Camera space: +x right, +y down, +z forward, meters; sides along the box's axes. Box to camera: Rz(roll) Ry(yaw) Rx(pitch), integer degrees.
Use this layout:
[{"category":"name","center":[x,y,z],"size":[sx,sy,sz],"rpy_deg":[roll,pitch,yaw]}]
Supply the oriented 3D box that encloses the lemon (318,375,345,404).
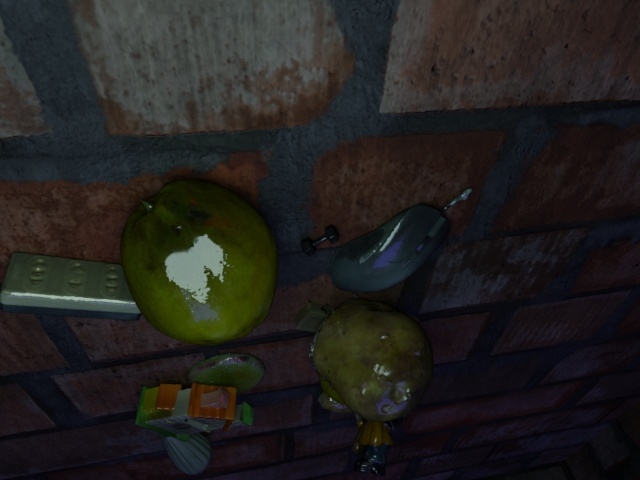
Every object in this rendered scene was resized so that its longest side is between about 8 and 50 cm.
[{"category":"lemon","center":[0.087,0.368,1.342],"size":[0.184,0.184,0.248],"rpy_deg":[24,122,-35]}]

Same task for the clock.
[{"category":"clock","center":[-0.345,0.480,1.365],"size":[0.255,0.106,0.220],"rpy_deg":[-17,141,19]}]

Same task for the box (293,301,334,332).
[{"category":"box","center":[-0.015,0.200,1.238],"size":[0.079,0.035,0.083],"rpy_deg":[18,128,-32]}]

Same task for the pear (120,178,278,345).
[{"category":"pear","center":[-0.206,0.046,0.858],"size":[0.269,0.269,0.321],"rpy_deg":[-26,119,12]}]

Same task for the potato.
[{"category":"potato","center":[0.162,0.278,1.127],"size":[0.301,0.288,0.237],"rpy_deg":[25,164,-30]}]

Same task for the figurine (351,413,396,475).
[{"category":"figurine","center":[0.184,0.521,1.437],"size":[0.204,0.332,0.185],"rpy_deg":[-4,155,-4]}]

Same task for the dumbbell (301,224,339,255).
[{"category":"dumbbell","center":[0.000,0.000,1.019],"size":[0.083,0.040,0.036],"rpy_deg":[-28,107,15]}]

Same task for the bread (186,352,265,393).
[{"category":"bread","center":[-0.271,0.396,1.384],"size":[0.228,0.033,0.228],"rpy_deg":[-7,139,-6]}]

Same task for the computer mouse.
[{"category":"computer mouse","center":[0.183,0.016,1.055],"size":[0.379,0.090,0.167],"rpy_deg":[-40,134,24]}]

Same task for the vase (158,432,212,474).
[{"category":"vase","center":[-0.451,0.675,1.581],"size":[0.128,0.128,0.248],"rpy_deg":[-17,131,3]}]

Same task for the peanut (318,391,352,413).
[{"category":"peanut","center":[0.100,0.518,1.590],"size":[0.214,0.099,0.099],"rpy_deg":[-18,139,-6]}]

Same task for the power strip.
[{"category":"power strip","center":[-0.467,0.092,0.934],"size":[0.257,0.105,0.070],"rpy_deg":[10,133,-27]}]
